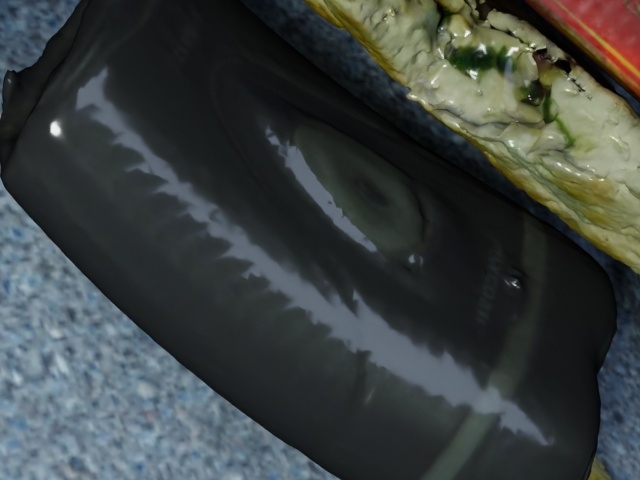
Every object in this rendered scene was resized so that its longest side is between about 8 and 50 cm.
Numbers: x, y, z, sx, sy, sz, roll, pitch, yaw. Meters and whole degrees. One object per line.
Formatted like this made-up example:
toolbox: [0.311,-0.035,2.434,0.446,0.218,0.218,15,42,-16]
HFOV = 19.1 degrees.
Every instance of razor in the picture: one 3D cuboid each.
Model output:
razor: [0.000,0.001,0.952,0.349,0.113,0.204,38,42,-13]

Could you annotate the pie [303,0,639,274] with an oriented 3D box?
pie: [0.088,-0.097,1.027,0.337,0.075,0.337,39,9,-8]

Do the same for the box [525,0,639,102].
box: [0.154,-0.170,1.092,0.197,0.089,0.313,42,12,-11]

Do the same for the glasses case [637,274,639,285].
glasses case: [0.295,-0.062,1.220,0.137,0.085,0.355,20,47,7]

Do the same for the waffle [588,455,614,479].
waffle: [0.196,0.179,0.993,0.032,0.125,0.191,11,60,-35]
